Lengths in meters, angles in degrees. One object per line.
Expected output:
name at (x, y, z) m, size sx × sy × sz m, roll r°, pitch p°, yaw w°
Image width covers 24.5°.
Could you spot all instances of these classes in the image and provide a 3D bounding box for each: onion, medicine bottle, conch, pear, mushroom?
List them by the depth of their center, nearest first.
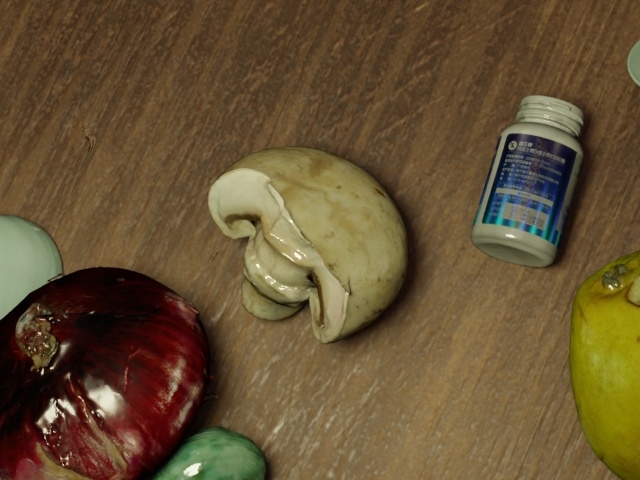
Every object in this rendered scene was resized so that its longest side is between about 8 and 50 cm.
pear at (0.412, 0.158, 1.636) m, size 0.321 × 0.269 × 0.269 m, roll 45°, pitch 84°, yaw -5°
onion at (-0.282, 0.156, 1.694) m, size 0.314 × 0.232 × 0.314 m, roll -23°, pitch 38°, yaw 20°
conch at (-0.120, 0.305, 1.714) m, size 0.175 × 0.122 × 0.188 m, roll 19°, pitch 71°, yaw -28°
mushroom at (0.000, 0.000, 1.763) m, size 0.189 × 0.195 × 0.254 m, roll -24°, pitch 65°, yaw -35°
medicine bottle at (0.255, -0.072, 1.777) m, size 0.107 × 0.107 × 0.192 m, roll 16°, pitch 78°, yaw 9°
conch at (-0.425, 0.058, 1.820) m, size 0.221 × 0.121 × 0.185 m, roll -39°, pitch 105°, yaw -9°

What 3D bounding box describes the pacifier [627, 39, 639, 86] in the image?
pacifier at (0.447, -0.244, 1.800) m, size 0.150 × 0.117 × 0.127 m, roll -11°, pitch 50°, yaw 7°
